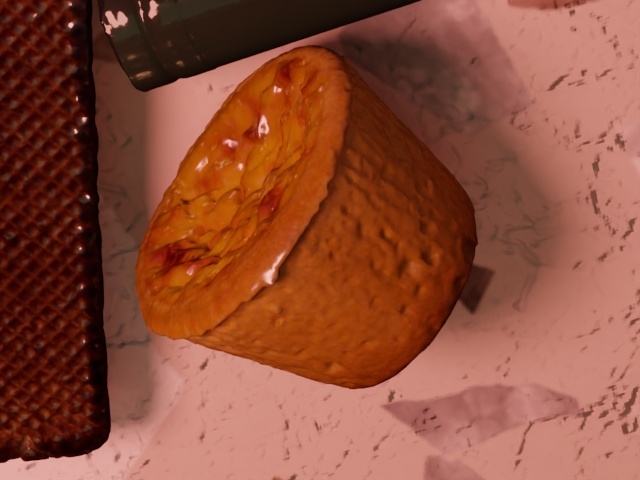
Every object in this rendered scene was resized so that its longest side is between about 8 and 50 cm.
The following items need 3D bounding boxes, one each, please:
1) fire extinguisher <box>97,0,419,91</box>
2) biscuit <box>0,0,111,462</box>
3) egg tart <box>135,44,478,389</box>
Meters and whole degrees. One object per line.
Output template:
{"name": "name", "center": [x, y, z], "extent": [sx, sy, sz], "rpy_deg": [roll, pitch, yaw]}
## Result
{"name": "fire extinguisher", "center": [0.022, -0.175, 1.165], "extent": [0.311, 0.114, 0.095], "rpy_deg": [-18, 108, 8]}
{"name": "biscuit", "center": [-0.192, -0.033, 1.245], "extent": [0.107, 0.073, 0.388], "rpy_deg": [-4, 120, -9]}
{"name": "egg tart", "center": [0.000, 0.000, 1.214], "extent": [0.147, 0.202, 0.202], "rpy_deg": [32, 113, -25]}
